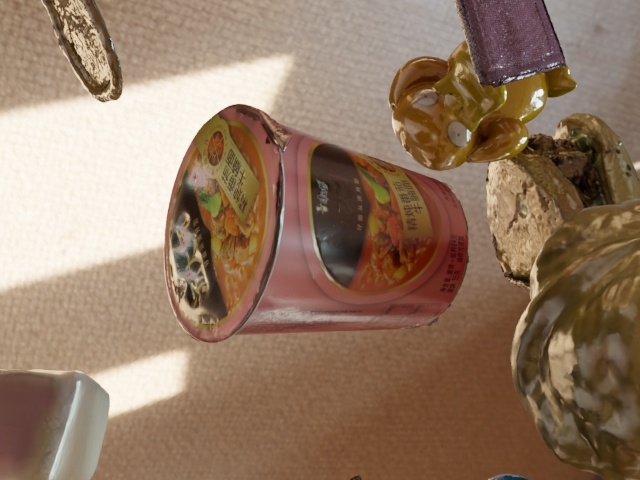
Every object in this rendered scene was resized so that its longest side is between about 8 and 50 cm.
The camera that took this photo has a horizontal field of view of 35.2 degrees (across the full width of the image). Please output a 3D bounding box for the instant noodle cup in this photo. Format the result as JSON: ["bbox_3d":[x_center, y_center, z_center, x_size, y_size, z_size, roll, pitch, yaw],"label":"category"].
[{"bbox_3d":[0.003,-0.003,1.017,0.255,0.244,0.243,7,110,-32],"label":"instant noodle cup"}]

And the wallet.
[{"bbox_3d":[0.155,-0.220,0.885,0.111,0.030,0.165,-20,92,-42],"label":"wallet"}]

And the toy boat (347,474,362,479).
[{"bbox_3d":[0.046,0.389,1.365,0.089,0.121,0.321,-30,160,-16],"label":"toy boat"}]

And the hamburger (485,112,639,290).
[{"bbox_3d":[0.377,-0.052,1.571,0.195,0.318,0.276,-13,102,-7],"label":"hamburger"}]

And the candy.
[{"bbox_3d":[-0.382,0.228,1.235,0.208,0.358,0.145,7,76,-5],"label":"candy"}]

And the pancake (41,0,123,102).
[{"bbox_3d":[-0.273,-0.241,1.130,0.021,0.199,0.199,-28,123,-22],"label":"pancake"}]

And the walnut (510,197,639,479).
[{"bbox_3d":[0.330,0.109,1.029,0.282,0.253,0.276,-54,141,-44],"label":"walnut"}]

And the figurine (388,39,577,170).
[{"bbox_3d":[0.220,-0.204,1.431,0.228,0.215,0.215,-31,128,-44],"label":"figurine"}]

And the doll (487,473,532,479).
[{"bbox_3d":[0.214,0.430,1.176,0.145,0.199,0.362,5,121,19],"label":"doll"}]
